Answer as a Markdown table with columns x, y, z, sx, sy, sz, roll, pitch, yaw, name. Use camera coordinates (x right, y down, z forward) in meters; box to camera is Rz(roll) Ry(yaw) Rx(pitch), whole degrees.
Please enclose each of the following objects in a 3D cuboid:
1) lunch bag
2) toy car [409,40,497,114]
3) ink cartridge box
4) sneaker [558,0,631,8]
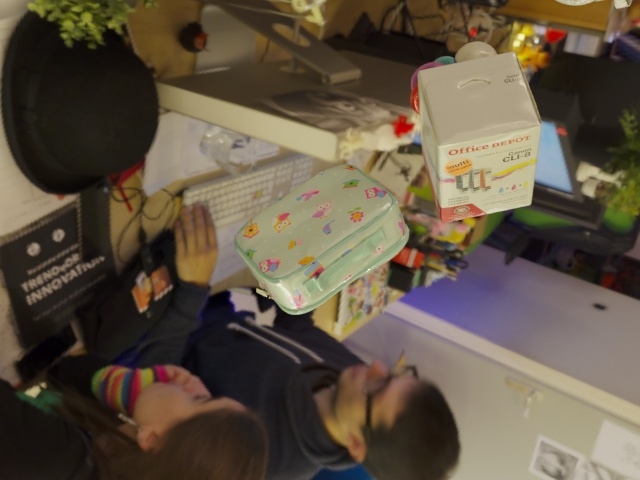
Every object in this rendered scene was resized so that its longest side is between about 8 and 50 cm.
| x | y | z | sx | sy | sz | roll | pitch | yaw | name |
| --- | --- | --- | --- | --- | --- | --- | --- | --- | --- |
| 0.000 | 0.000 | 1.270 | 0.279 | 0.224 | 0.107 | -35 | 130 | -10 | lunch bag |
| 0.218 | -0.248 | 1.238 | 0.182 | 0.136 | 0.159 | -73 | 178 | -47 | toy car |
| 0.202 | -0.131 | 0.951 | 0.176 | 0.128 | 0.127 | 71 | 8 | -57 | ink cartridge box |
| 0.424 | -0.510 | 1.030 | 0.210 | 0.137 | 0.365 | -6 | 108 | -45 | sneaker |
